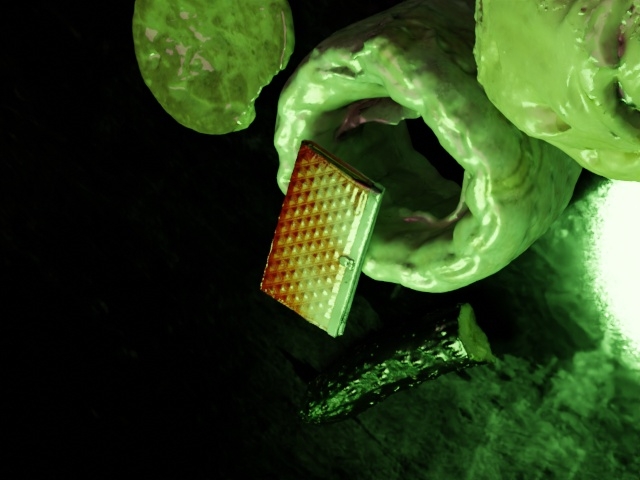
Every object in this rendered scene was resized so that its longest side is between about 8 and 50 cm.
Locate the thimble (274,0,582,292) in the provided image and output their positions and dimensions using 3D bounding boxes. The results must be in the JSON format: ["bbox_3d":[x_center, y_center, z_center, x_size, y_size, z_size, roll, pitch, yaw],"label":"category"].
[{"bbox_3d":[0.109,-0.105,1.816,0.291,0.195,0.291,18,123,30],"label":"thimble"}]

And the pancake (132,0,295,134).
[{"bbox_3d":[-0.121,-0.233,2.034,0.222,0.042,0.236,32,125,27],"label":"pancake"}]

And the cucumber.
[{"bbox_3d":[0.072,0.146,2.055,0.303,0.072,0.081,-26,95,43],"label":"cucumber"}]

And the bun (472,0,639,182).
[{"bbox_3d":[0.301,-0.172,1.572,0.362,0.234,0.326,-20,130,39],"label":"bun"}]

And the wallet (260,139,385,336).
[{"bbox_3d":[0.000,0.000,1.815,0.103,0.020,0.196,34,132,21],"label":"wallet"}]
